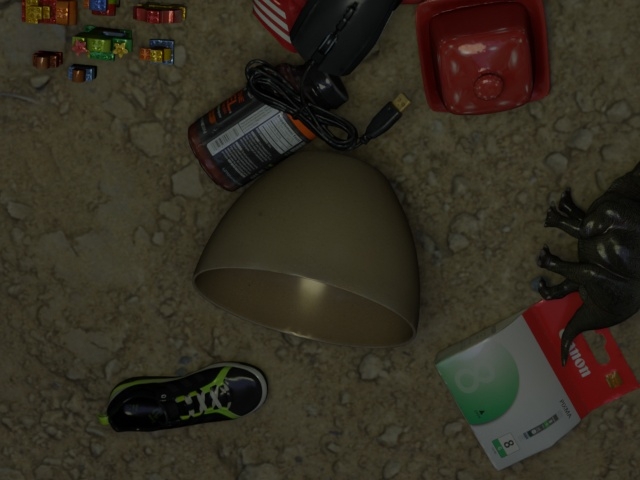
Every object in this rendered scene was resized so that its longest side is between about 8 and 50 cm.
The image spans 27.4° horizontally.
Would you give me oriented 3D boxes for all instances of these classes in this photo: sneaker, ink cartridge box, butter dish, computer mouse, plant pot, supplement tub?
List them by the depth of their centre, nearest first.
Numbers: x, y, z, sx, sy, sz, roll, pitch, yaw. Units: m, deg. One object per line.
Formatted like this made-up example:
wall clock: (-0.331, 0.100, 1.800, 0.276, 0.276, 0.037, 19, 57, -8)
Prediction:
computer mouse: (0.050, -0.230, 1.560, 0.184, 0.060, 0.262, 39, 99, -8)
butter dish: (0.201, -0.211, 1.602, 0.159, 0.118, 0.160, -6, 124, 8)
sneaker: (0.021, -0.297, 1.641, 0.221, 0.087, 0.128, 11, 127, -1)
plant pot: (0.000, 0.000, 1.645, 0.284, 0.284, 0.191, 14, 71, 1)
supplement tub: (-0.063, -0.154, 1.664, 0.198, 0.106, 0.106, -33, 102, 13)
ink cartridge box: (0.292, 0.184, 1.763, 0.224, 0.056, 0.181, -28, 103, 14)
sneaker: (-0.186, 0.229, 1.795, 0.234, 0.097, 0.084, -11, 106, 8)

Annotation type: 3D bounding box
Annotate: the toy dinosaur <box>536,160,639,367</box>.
toy dinosaur: (0.362, 0.025, 1.662, 0.160, 0.121, 0.314, 15, 99, 19)

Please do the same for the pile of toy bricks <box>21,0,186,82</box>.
pile of toy bricks: (-0.280, -0.252, 1.651, 0.212, 0.105, 0.118, 5, 107, 4)
